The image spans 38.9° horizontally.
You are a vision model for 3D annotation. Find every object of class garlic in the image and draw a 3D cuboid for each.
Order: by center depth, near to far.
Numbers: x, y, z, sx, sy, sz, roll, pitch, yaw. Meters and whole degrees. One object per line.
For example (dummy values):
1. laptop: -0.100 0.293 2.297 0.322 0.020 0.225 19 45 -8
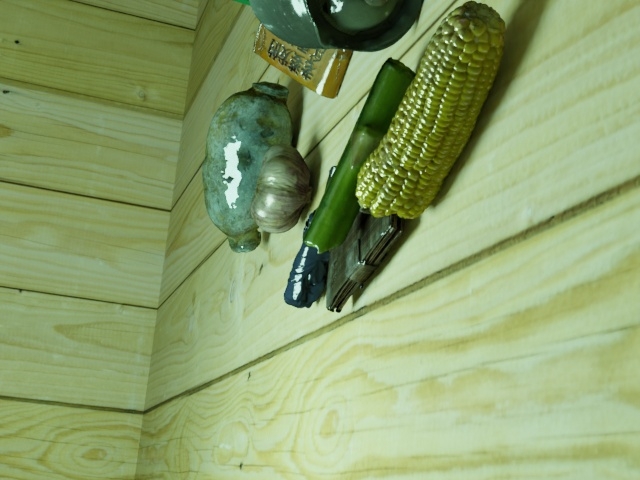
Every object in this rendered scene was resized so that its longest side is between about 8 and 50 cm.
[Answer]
1. garlic: -0.065 -0.087 1.610 0.147 0.102 0.159 104 180 -62

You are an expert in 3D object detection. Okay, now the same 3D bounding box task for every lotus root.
1. lotus root: -0.149 -0.142 1.789 0.175 0.175 0.349 -142 60 -70

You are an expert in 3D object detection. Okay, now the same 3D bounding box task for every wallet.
1. wallet: 0.063 -0.002 1.255 0.230 0.042 0.124 127 154 -50
2. wallet: -0.027 -0.352 1.567 0.195 0.042 0.161 37 126 26

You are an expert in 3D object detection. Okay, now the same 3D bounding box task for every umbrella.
1. umbrella: 0.003 -0.002 1.431 0.071 0.071 0.248 -119 46 -63

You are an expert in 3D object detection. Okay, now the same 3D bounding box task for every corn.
1. corn: 0.126 -0.141 1.039 0.101 0.101 0.291 -99 25 -47

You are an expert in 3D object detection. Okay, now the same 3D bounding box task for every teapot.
1. teapot: 0.064 -0.390 1.311 0.285 0.305 0.223 47 162 60

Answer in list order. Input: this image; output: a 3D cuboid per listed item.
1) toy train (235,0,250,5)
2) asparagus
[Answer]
1. toy train: -0.060 -0.552 1.604 0.429 0.249 0.178 120 154 -48
2. asparagus: 0.056 -0.110 1.221 0.067 0.060 0.277 -126 61 -80
